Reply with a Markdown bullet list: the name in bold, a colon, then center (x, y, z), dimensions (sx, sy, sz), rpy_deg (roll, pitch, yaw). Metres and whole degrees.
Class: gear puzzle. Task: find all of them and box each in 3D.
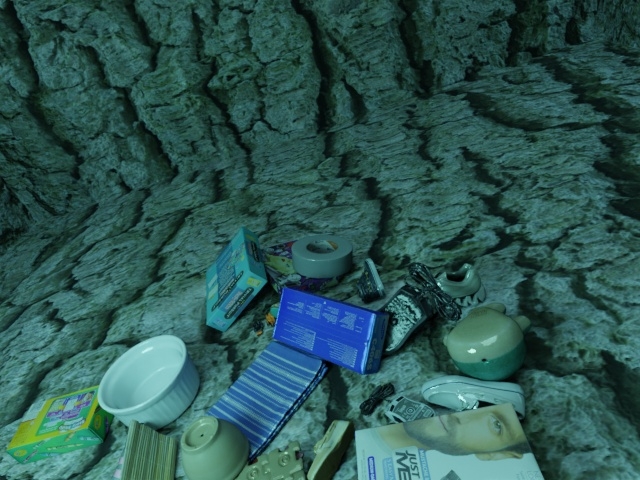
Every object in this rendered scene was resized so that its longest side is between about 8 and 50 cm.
- **gear puzzle**: center (-0.183, 0.594, 0.999), dimensions (0.339, 0.044, 0.175), rpy_deg (-23, 30, -1)

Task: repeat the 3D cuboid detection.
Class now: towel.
- **towel**: center (-0.162, 0.427, 1.239), dimensions (0.243, 0.040, 0.336), rpy_deg (10, 44, 42)

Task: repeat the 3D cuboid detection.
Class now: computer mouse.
- **computer mouse**: center (0.240, 0.212, 1.230), dimensions (0.272, 0.072, 0.188), rpy_deg (-44, 65, 15)
- **computer mouse**: center (0.192, 0.409, 1.059), dimensions (0.106, 0.042, 0.193), rpy_deg (-35, 28, -30)

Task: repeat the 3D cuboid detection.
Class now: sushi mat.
- **sushi mat**: center (-0.409, 0.581, 1.052), dimensions (0.019, 0.151, 0.316), rpy_deg (-43, 30, 12)

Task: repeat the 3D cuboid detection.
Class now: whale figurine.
- **whale figurine**: center (0.420, 0.249, 1.107), dimensions (0.216, 0.141, 0.272), rpy_deg (-22, 5, 24)

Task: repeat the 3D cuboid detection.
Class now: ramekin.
- **ramekin**: center (-0.504, 0.433, 1.341), dimensions (0.277, 0.135, 0.277), rpy_deg (-16, 32, 10)

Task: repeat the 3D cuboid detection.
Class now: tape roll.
- **tape roll**: center (0.006, 0.053, 1.594), dimensions (0.219, 0.072, 0.219), rpy_deg (-1, 25, 1)

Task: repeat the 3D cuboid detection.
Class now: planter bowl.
- **planter bowl**: center (-0.267, 0.494, 1.068), dimensions (0.162, 0.109, 0.162), rpy_deg (-19, 25, 9)

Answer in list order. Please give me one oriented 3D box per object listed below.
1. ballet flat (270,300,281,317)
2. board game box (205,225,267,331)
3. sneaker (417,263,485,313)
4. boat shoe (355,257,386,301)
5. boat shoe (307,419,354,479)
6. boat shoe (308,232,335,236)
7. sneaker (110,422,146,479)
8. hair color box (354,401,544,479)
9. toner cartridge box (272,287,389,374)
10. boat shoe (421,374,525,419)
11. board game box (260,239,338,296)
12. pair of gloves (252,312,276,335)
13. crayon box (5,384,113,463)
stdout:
- **ballet flat**: center (-0.072, 0.230, 1.462), dimensions (0.206, 0.073, 0.067), rpy_deg (7, 30, 33)
- **board game box**: center (-0.319, 0.132, 1.637), dimensions (0.253, 0.079, 0.336), rpy_deg (-49, 29, 14)
- **sneaker**: center (0.328, 0.152, 1.298), dimensions (0.292, 0.118, 0.110), rpy_deg (-21, 33, 4)
- **boat shoe**: center (0.153, 0.128, 1.483), dimensions (0.083, 0.065, 0.183), rpy_deg (-19, 32, 2)
- **boat shoe**: center (0.016, 0.487, 1.027), dimensions (0.059, 0.063, 0.170), rpy_deg (2, 29, 37)
- **boat shoe**: center (0.000, 0.000, 1.759), dimensions (0.142, 0.049, 0.040), rpy_deg (-14, 34, -28)
- **sneaker**: center (-0.495, 0.603, 1.101), dimensions (0.131, 0.112, 0.319), rpy_deg (-23, 29, -2)
- **hair color box**: center (0.246, 0.458, 0.888), dimensions (0.339, 0.110, 0.185), rpy_deg (-14, 31, 9)
- **toner cartridge box**: center (0.020, 0.251, 1.283), dimensions (0.348, 0.075, 0.165), rpy_deg (11, 89, 41)
- **boat shoe**: center (0.341, 0.359, 1.001), dimensions (0.227, 0.083, 0.075), rpy_deg (-7, 33, 20)
- **board game box**: center (-0.106, 0.100, 1.649), dimensions (0.208, 0.056, 0.347), rpy_deg (-11, 26, -25)
- **pair of gloves**: center (-0.189, 0.284, 1.501), dimensions (0.083, 0.010, 0.074), rpy_deg (-30, 34, -9)
- **crayon box**: center (-0.782, 0.560, 1.364), dimensions (0.279, 0.081, 0.165), rpy_deg (-17, 32, 7)
